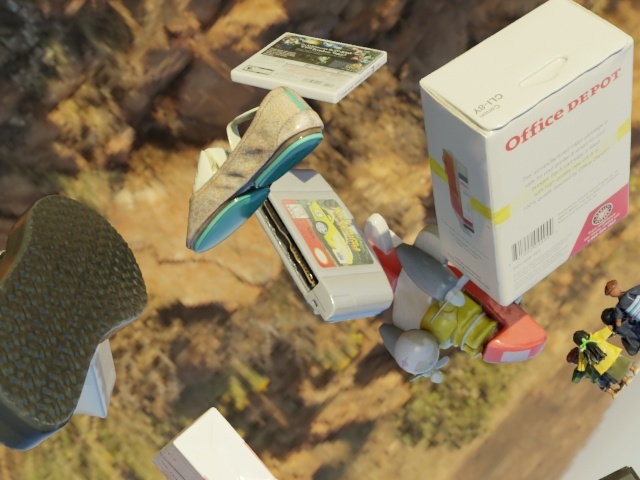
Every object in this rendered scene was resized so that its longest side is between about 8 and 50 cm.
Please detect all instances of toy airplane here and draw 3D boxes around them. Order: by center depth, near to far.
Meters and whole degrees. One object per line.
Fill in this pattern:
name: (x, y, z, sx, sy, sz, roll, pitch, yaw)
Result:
toy airplane: (0.196, 0.125, 2.354, 0.384, 0.386, 0.272, -7, -134, 46)

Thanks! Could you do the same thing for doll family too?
doll family: (0.423, 0.136, 1.746, 0.193, 0.111, 0.076, -55, 169, 12)

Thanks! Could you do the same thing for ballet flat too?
ballet flat: (-0.107, -0.102, 1.676, 0.107, 0.106, 0.316, -18, 161, -49)

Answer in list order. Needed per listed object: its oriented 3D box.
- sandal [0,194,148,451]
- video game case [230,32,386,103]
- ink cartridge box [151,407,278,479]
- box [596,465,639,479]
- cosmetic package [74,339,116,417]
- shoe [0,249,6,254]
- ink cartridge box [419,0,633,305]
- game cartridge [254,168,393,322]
sandal: (-0.290, 0.072, 1.230, 0.107, 0.167, 0.446, -33, -168, 15)
video game case: (-0.017, -0.275, 1.933, 0.173, 0.190, 0.022, -45, 141, -46)
ink cartridge box: (-0.133, 0.276, 1.454, 0.067, 0.115, 0.198, -41, 178, -23)
box: (0.421, 0.529, 1.864, 0.295, 0.293, 0.073, -25, 132, -1)
cosmetic package: (-0.393, 0.195, 1.914, 0.231, 0.117, 0.085, 100, 0, -62)
shoe: (-0.422, 0.087, 1.711, 0.081, 0.063, 0.178, -28, 135, -54)
ink cartridge box: (0.315, -0.132, 1.827, 0.279, 0.160, 0.384, -34, 142, -17)
game cartridge: (0.000, 0.000, 2.039, 0.060, 0.294, 0.196, -42, 159, 27)
